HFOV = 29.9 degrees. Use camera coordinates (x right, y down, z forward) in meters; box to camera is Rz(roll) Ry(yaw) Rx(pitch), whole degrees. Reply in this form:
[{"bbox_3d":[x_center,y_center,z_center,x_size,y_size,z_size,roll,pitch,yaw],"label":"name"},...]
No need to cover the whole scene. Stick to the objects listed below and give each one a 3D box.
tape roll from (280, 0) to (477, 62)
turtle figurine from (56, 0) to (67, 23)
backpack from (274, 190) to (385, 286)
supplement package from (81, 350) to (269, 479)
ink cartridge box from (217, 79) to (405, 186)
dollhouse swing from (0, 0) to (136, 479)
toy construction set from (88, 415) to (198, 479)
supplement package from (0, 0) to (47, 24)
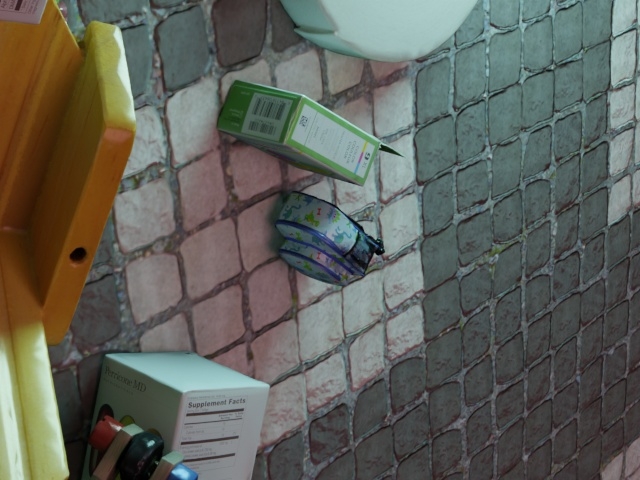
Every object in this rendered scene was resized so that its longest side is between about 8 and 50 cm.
[{"bbox_3d":[0.084,-0.405,1.413,0.392,0.072,0.392,-20,117,-44],"label":"tape roll"},{"bbox_3d":[-0.197,-0.251,1.059,0.275,0.198,0.266,-5,112,-44],"label":"turtle figurine"},{"bbox_3d":[0.000,0.000,1.437,0.114,0.105,0.084,46,68,-44],"label":"backpack"},{"bbox_3d":[-0.169,0.256,1.314,0.134,0.139,0.244,4,100,-50],"label":"supplement package"},{"bbox_3d":[-0.007,-0.114,1.385,0.209,0.109,0.062,23,86,-50],"label":"ink cartridge box"},{"bbox_3d":[-0.307,-0.010,0.844,0.347,0.305,0.315,10,116,-31],"label":"dollhouse swing"},{"bbox_3d":[-0.207,0.332,1.157,0.309,0.257,0.237,14,117,-12],"label":"toy construction set"},{"bbox_3d":[-0.288,-0.309,0.841,0.145,0.262,0.204,-3,128,-48],"label":"supplement package"}]
